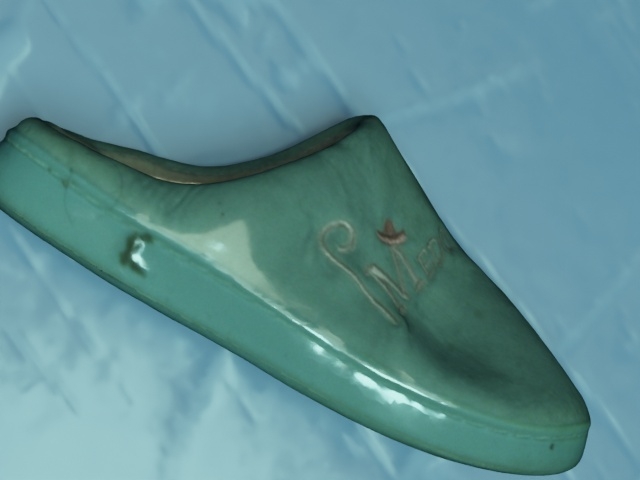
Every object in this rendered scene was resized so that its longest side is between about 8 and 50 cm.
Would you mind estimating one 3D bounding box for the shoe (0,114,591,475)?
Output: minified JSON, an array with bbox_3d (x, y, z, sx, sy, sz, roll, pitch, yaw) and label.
[{"bbox_3d":[0.000,0.000,0.578,0.195,0.079,0.078,24,97,-3],"label":"shoe"}]
